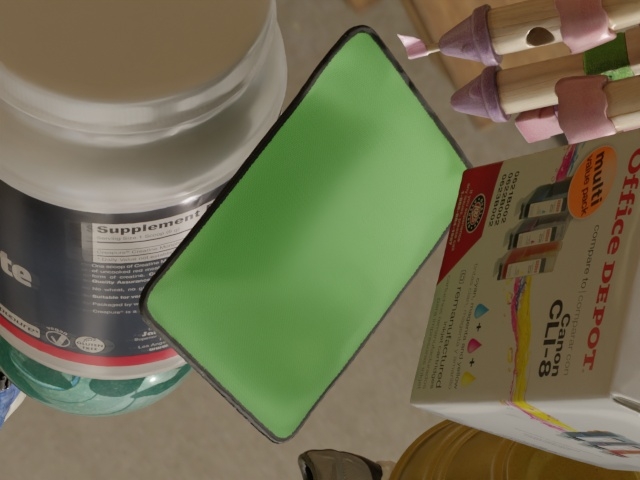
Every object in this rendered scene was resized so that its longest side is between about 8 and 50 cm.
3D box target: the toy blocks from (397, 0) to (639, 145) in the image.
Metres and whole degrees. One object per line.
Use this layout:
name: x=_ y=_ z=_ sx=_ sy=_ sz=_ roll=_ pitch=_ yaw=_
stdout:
toy blocks: x=0.243 y=-0.155 z=1.622 sx=0.260 sy=0.288 sz=0.309 roll=-12 pitch=-122 yaw=22

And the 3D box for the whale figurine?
whale figurine: x=-0.194 y=0.034 z=1.325 sx=0.272 sy=0.216 sz=0.141 roll=35 pitch=-81 yaw=50

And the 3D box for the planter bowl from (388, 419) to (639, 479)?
planter bowl: x=0.157 y=0.187 z=1.210 sx=0.217 sy=0.090 sz=0.217 roll=9 pitch=-128 yaw=-12

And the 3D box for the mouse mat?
mouse mat: x=0.000 y=0.000 z=0.925 sx=0.007 sy=0.152 sz=0.190 roll=25 pitch=-107 yaw=43

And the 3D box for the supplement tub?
supplement tub: x=-0.119 y=-0.060 z=1.040 sx=0.191 sy=0.272 sz=0.191 roll=3 pitch=-125 yaw=-4

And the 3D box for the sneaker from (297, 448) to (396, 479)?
sneaker: x=-0.012 y=0.299 z=1.458 sx=0.108 sy=0.100 sz=0.272 roll=21 pitch=-110 yaw=-7

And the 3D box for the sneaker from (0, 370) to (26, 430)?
sneaker: x=-0.308 y=0.148 z=1.588 sx=0.058 sy=0.085 sz=0.152 roll=13 pitch=-136 yaw=14

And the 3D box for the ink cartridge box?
ink cartridge box: x=0.147 y=0.033 z=0.824 sx=0.176 sy=0.127 sz=0.128 roll=-12 pitch=-119 yaw=63
